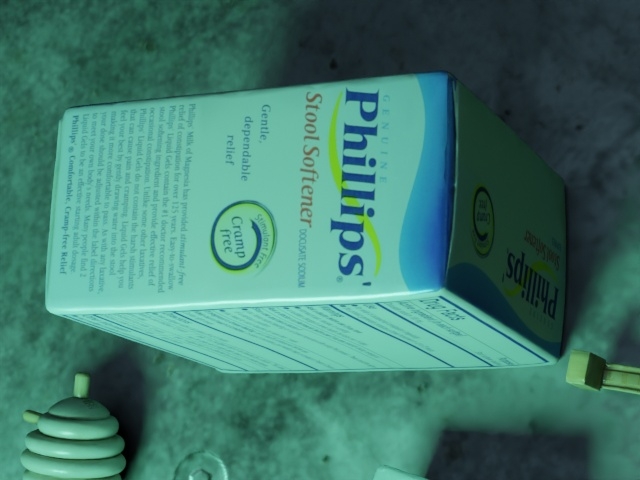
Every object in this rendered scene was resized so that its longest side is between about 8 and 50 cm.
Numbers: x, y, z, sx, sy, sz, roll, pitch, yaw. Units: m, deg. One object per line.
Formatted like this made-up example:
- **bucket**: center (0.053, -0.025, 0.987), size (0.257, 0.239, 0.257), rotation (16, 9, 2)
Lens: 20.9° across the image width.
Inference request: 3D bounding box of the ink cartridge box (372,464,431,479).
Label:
- **ink cartridge box**: center (0.093, 0.313, 1.165), size (0.239, 0.060, 0.275), rotation (11, 78, 47)

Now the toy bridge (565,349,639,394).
- **toy bridge**: center (0.267, 0.099, 1.185), size (0.188, 0.063, 0.026), rotation (3, 77, 33)

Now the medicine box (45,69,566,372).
- **medicine box**: center (0.000, 0.000, 1.218), size (0.289, 0.263, 0.149), rotation (-4, 76, 23)

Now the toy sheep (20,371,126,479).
- **toy sheep**: center (-0.195, 0.169, 1.362), size (0.091, 0.091, 0.132), rotation (5, 97, 25)
